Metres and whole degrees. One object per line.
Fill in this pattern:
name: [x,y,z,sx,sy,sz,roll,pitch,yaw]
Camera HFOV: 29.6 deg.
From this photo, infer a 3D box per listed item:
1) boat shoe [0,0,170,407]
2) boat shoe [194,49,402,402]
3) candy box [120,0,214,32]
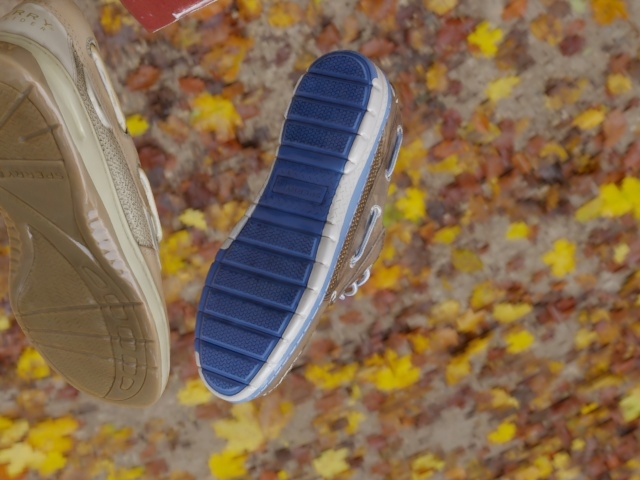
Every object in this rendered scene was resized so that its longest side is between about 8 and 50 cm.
boat shoe: [-0.166,-0.017,0.897,0.122,0.110,0.341,7,131,17]
boat shoe: [0.000,0.000,0.611,0.066,0.066,0.183,31,82,-53]
candy box: [0.023,-0.243,0.511,0.183,0.316,0.087,-14,129,43]
